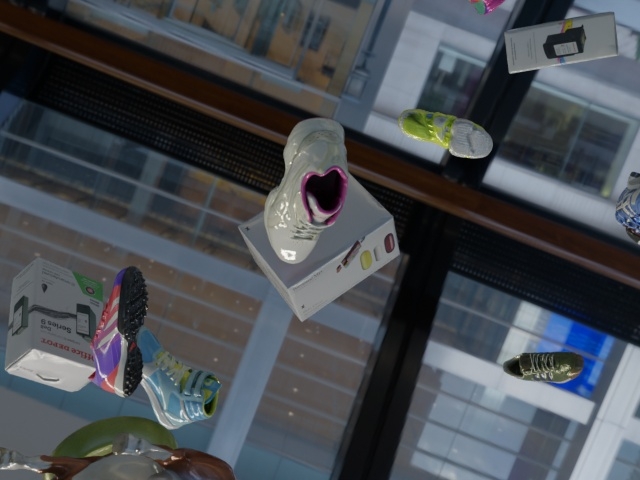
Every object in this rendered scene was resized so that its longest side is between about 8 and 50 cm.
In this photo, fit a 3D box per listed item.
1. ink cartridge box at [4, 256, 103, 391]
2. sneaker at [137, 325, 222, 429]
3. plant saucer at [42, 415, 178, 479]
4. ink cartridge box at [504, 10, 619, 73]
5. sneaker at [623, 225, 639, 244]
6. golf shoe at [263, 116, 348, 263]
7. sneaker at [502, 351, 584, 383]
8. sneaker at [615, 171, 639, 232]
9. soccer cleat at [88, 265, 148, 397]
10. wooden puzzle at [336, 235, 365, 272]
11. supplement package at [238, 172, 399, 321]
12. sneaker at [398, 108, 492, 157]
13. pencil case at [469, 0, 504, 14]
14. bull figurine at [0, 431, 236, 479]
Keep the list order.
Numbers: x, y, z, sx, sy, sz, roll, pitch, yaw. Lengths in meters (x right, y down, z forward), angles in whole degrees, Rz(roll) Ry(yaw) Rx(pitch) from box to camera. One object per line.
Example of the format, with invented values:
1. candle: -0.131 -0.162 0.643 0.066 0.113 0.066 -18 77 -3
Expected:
1. ink cartridge box: -0.679 0.218 1.741 0.211 0.122 0.289 33 -149 -43
2. sneaker: -0.382 0.355 1.819 0.208 0.318 0.127 -15 -162 26
3. plant saucer: -0.372 0.425 1.217 0.241 0.240 0.037 18 -163 -31
4. ink cartridge box: 0.417 -0.345 1.167 0.175 0.072 0.127 -5 -164 21
5. sneaker: 0.704 -0.062 1.430 0.163 0.106 0.281 13 140 56
6. golf shoe: -0.025 -0.056 1.156 0.115 0.306 0.140 -1 -137 -18
7. sneaker: 0.477 0.277 1.473 0.086 0.064 0.192 13 160 -18
8. sneaker: 0.486 -0.046 0.988 0.080 0.081 0.211 29 -165 10
9. soccer cleat: -0.455 0.199 1.486 0.117 0.318 0.108 14 -157 10
10. wooden puzzle: 0.056 0.026 1.209 0.006 0.083 0.049 35 175 14
11. supplement package: 0.000 0.000 1.422 0.204 0.262 0.145 49 168 34
12. sneaker: 0.309 -0.277 1.678 0.240 0.091 0.126 20 -162 -4
13. pencil case: 0.310 -0.594 1.422 0.236 0.104 0.104 45 174 -24
14. bull figurine: -0.238 0.280 0.740 0.311 0.101 0.188 -19 147 24
